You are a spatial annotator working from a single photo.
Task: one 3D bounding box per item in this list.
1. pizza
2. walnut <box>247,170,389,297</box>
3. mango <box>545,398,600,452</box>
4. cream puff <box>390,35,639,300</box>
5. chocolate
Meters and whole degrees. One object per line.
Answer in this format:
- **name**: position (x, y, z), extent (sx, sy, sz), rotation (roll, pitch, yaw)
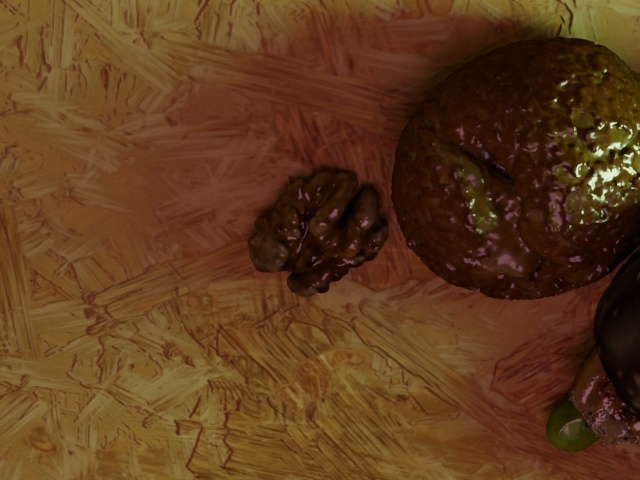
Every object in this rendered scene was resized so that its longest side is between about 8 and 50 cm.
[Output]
- **pizza**: position (0.404, 0.202, 1.653), extent (0.147, 0.069, 0.226), rotation (-40, 119, -7)
- **walnut**: position (0.000, 0.000, 1.520), extent (0.143, 0.069, 0.170), rotation (33, 119, -21)
- **mango**: position (0.342, 0.231, 1.709), extent (0.073, 0.056, 0.108), rotation (34, 113, -29)
- **cream puff**: position (0.221, -0.057, 1.382), extent (0.303, 0.212, 0.303), rotation (1, 133, 1)
- **chocolate**: position (0.407, 0.084, 1.382), extent (0.210, 0.340, 0.225), rotation (-41, 85, 35)
